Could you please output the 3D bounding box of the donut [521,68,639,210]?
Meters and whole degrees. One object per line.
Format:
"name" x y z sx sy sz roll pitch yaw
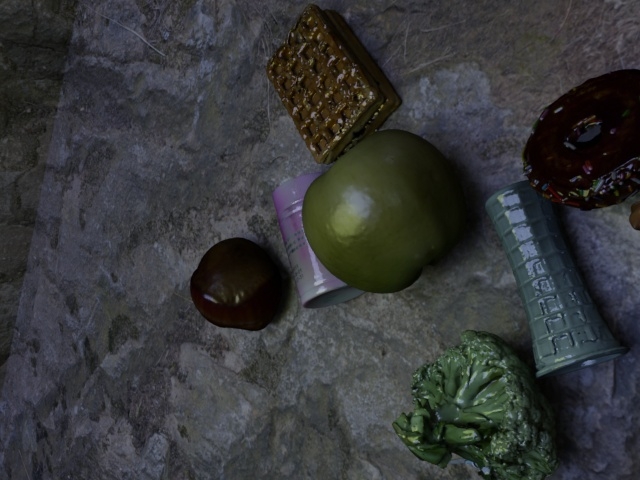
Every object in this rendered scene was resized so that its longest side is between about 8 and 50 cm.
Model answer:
"donut" 0.417 -0.143 1.004 0.235 0.089 0.235 -36 36 31

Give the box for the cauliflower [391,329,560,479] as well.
"cauliflower" 0.241 0.293 1.091 0.275 0.250 0.272 99 147 -55

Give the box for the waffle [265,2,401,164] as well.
"waffle" 0.013 -0.336 1.452 0.213 0.091 0.308 -47 58 33

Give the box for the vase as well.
"vase" 0.361 0.055 1.069 0.143 0.143 0.298 -32 65 39

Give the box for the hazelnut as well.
"hazelnut" -0.199 0.109 1.581 0.229 0.229 0.229 -2 87 44

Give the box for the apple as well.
"apple" 0.116 -0.048 1.209 0.254 0.292 0.292 47 122 11

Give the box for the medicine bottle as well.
"medicine bottle" 0.000 0.000 1.410 0.152 0.152 0.254 -31 67 39

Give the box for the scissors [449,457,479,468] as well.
"scissors" 0.262 0.406 1.238 0.083 0.006 0.036 -26 73 41

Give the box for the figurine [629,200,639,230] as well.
"figurine" 0.524 -0.062 0.885 0.189 0.142 0.263 36 97 0
